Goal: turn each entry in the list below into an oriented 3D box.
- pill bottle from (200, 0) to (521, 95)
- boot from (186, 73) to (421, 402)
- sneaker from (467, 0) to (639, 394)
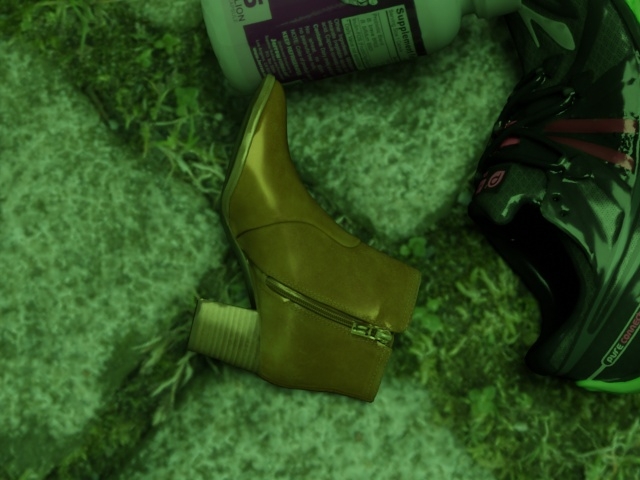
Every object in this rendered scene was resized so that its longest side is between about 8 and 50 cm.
[{"bbox_3d":[0.041,-0.258,1.038,0.301,0.169,0.169,-12,73,10],"label":"pill bottle"},{"bbox_3d":[0.000,0.001,1.020,0.211,0.104,0.295,13,89,-8],"label":"boot"},{"bbox_3d":[0.244,-0.087,1.030,0.202,0.185,0.483,-6,72,-8],"label":"sneaker"}]
